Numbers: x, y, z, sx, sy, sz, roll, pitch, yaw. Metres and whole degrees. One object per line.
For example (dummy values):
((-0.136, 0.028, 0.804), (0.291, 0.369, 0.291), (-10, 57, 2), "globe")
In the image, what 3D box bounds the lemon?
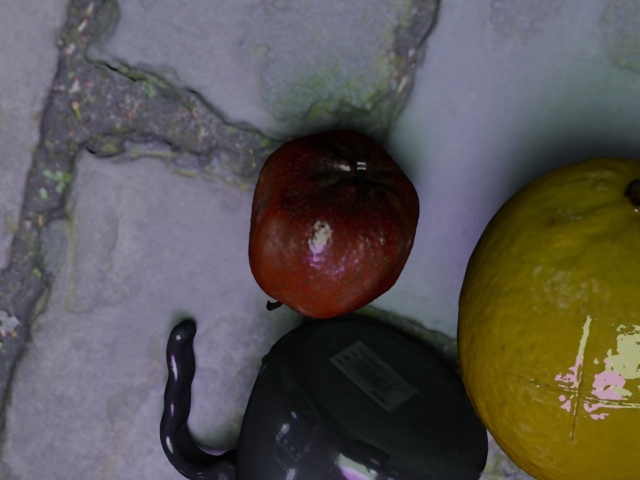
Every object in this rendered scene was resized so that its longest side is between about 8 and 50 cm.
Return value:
((0.258, 0.076, 1.494), (0.297, 0.297, 0.297), (2, 114, 5), "lemon")

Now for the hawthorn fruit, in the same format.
((0.000, 0.000, 1.558), (0.157, 0.157, 0.194), (27, 124, -7), "hawthorn fruit")

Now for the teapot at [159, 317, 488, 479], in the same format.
((-0.030, 0.226, 1.630), (0.305, 0.223, 0.285), (22, 121, -8), "teapot")
